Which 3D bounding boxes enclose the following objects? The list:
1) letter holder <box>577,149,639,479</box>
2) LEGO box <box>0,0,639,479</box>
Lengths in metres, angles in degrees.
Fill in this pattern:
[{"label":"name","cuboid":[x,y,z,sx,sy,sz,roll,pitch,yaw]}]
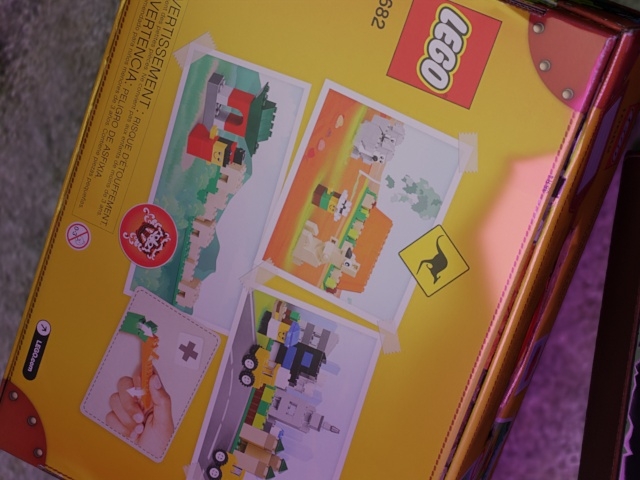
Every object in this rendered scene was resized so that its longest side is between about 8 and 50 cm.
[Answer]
[{"label":"letter holder","cuboid":[0.285,0.091,1.238,0.152,0.214,0.302,8,93,1]},{"label":"LEGO box","cuboid":[0.000,0.000,1.322,0.372,0.193,0.500,25,106,16]}]
